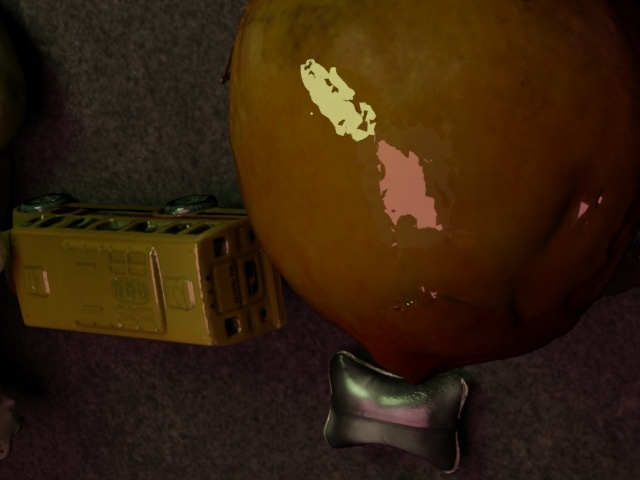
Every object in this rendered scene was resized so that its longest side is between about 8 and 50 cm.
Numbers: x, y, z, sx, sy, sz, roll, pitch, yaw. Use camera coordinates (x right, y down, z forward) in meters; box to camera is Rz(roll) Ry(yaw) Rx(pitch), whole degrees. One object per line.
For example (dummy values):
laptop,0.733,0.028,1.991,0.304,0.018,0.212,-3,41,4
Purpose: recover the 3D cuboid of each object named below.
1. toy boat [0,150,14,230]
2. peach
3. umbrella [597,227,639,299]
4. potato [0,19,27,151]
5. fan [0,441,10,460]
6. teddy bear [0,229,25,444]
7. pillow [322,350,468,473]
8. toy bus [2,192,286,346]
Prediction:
toy boat,-0.398,-0.068,1.864,0.188,0.061,0.116,27,121,20
peach,0.089,-0.078,1.407,0.373,0.290,0.372,-5,70,13
umbrella,0.297,-0.020,1.446,0.326,0.090,0.094,-33,103,34
potato,-0.394,-0.168,1.759,0.197,0.148,0.228,-33,73,21
fan,-0.360,0.212,1.983,0.080,0.003,0.060,-27,92,35
teddy bear,-0.441,0.107,1.884,0.327,0.362,0.375,25,95,5
pillow,0.066,0.155,1.671,0.136,0.055,0.091,13,83,24
toy bus,-0.183,0.028,1.708,0.336,0.123,0.121,3,107,41
